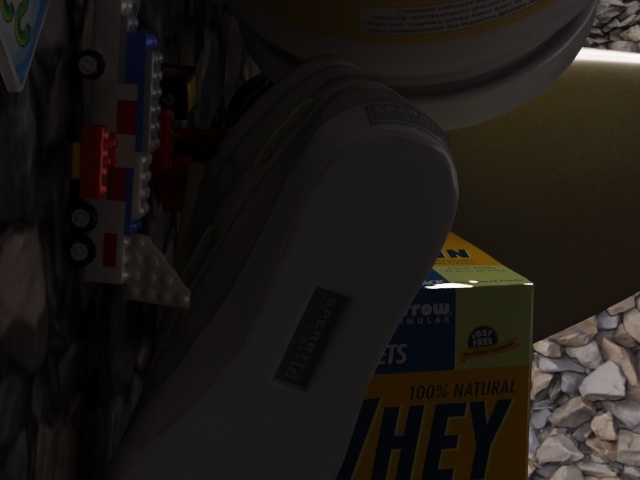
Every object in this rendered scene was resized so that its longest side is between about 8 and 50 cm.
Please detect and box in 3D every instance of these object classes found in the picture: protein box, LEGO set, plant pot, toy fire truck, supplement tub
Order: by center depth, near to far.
[{"bbox_3d":[-0.075,-0.096,0.734,0.244,0.060,0.182,83,15,-55],"label":"LEGO set"},{"bbox_3d":[0.040,-0.230,0.867,0.331,0.241,0.241,82,12,-56],"label":"supplement tub"},{"bbox_3d":[-0.063,0.050,0.900,0.192,0.047,0.135,-80,169,-45],"label":"toy fire truck"},{"bbox_3d":[0.024,0.103,1.032,0.200,0.136,0.201,-139,-132,-72],"label":"protein box"},{"bbox_3d":[0.130,-0.033,1.248,0.256,0.274,0.256,-12,90,-70],"label":"plant pot"}]

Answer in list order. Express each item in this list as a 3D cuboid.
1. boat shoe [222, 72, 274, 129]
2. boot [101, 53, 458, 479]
[{"bbox_3d":[-0.034,-0.052,1.061,0.183,0.083,0.065,-46,111,-42],"label":"boat shoe"},{"bbox_3d":[-0.030,0.041,0.811,0.258,0.095,0.123,-58,-156,11],"label":"boot"}]
